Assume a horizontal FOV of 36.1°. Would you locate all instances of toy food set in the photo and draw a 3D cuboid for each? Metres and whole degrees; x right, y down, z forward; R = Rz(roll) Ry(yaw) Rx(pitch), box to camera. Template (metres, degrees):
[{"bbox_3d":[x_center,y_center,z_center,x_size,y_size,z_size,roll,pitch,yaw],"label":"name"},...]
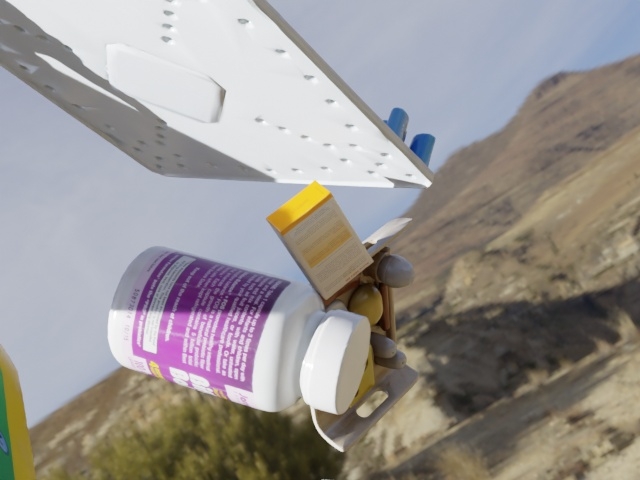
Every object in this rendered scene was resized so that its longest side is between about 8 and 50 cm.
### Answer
[{"bbox_3d":[0.077,0.141,1.478,0.092,0.306,0.220,16,37,34],"label":"toy food set"}]

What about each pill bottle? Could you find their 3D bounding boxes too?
[{"bbox_3d":[-0.098,0.119,1.235,0.169,0.302,0.169,14,-90,-72],"label":"pill bottle"}]

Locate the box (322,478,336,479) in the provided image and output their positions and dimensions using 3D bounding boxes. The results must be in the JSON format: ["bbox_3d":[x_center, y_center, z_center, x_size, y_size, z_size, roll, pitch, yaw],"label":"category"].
[{"bbox_3d":[0.037,0.358,1.193,0.102,0.087,0.101,9,-53,-17],"label":"box"}]

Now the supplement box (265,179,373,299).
[{"bbox_3d":[0.000,0.000,0.940,0.062,0.098,0.036,-38,36,-8],"label":"supplement box"}]

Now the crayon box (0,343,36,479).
[{"bbox_3d":[-0.270,0.033,0.488,0.106,0.362,0.313,-28,29,-8],"label":"crayon box"}]

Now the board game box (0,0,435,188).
[{"bbox_3d":[-0.138,-0.164,0.918,0.390,0.050,0.390,5,-21,38],"label":"board game box"}]
